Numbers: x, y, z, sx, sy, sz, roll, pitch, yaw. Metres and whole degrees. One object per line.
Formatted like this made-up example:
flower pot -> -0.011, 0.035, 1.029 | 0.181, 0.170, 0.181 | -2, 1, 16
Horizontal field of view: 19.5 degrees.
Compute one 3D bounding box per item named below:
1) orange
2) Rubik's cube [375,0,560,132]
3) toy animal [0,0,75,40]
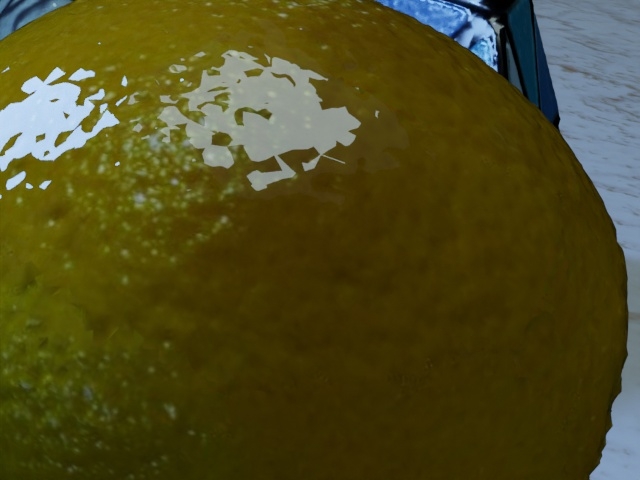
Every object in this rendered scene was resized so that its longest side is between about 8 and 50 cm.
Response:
orange -> -0.024, 0.027, 0.573 | 0.236, 0.236, 0.236 | 8, 18, -3
Rubik's cube -> 0.000, 0.000, 0.934 | 0.234, 0.284, 0.250 | -7, 48, 14
toy animal -> -0.181, -0.140, 1.239 | 0.255, 0.089, 0.170 | 17, 24, 31
